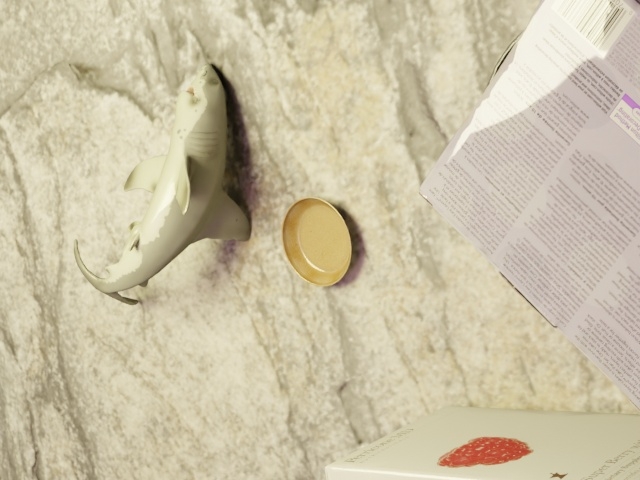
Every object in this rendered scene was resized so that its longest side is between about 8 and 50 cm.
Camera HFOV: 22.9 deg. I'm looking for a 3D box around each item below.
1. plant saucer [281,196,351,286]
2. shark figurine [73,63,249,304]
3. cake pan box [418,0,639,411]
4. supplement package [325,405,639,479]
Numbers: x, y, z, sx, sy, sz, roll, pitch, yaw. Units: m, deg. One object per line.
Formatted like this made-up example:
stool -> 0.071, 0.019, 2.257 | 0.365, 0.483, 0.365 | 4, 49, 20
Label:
plant saucer -> 0.000, 0.000, 1.437 | 0.083, 0.015, 0.083 | 12, 110, 38
shark figurine -> -0.133, -0.008, 1.500 | 0.278, 0.116, 0.166 | -57, 31, 27
cake pan box -> 0.222, -0.048, 1.155 | 0.267, 0.070, 0.246 | 45, 125, 21
supplement package -> 0.177, 0.239, 1.243 | 0.293, 0.177, 0.175 | -3, 101, 41
